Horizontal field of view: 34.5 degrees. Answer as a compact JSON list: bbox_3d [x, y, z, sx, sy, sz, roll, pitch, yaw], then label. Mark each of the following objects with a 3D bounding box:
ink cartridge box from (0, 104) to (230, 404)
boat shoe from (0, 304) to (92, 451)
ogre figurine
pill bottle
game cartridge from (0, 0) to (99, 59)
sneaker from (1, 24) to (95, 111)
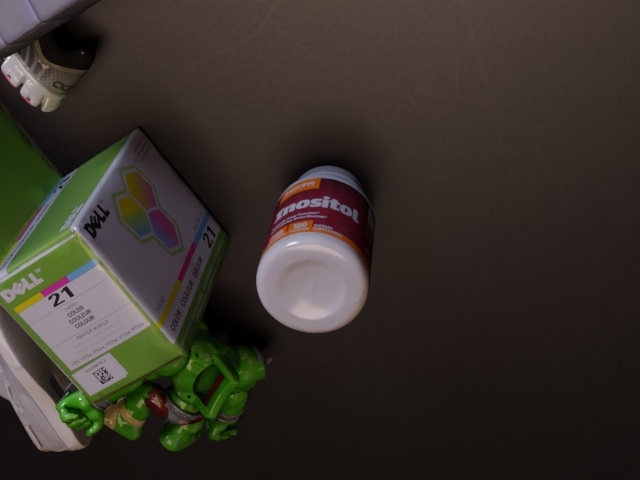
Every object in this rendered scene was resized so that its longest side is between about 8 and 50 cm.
[{"bbox_3d":[-0.198,-0.031,0.805,0.097,0.189,0.255,-29,112,20],"label":"ink cartridge box"},{"bbox_3d":[-0.282,0.130,0.978,0.063,0.066,0.184,-16,126,12],"label":"boat shoe"},{"bbox_3d":[-0.122,0.131,0.917,0.197,0.097,0.118,31,114,-30],"label":"ogre figurine"},{"bbox_3d":[0.000,0.000,0.825,0.086,0.152,0.086,2,119,4],"label":"pill bottle"},{"bbox_3d":[-0.229,-0.318,0.665,0.230,0.068,0.355,-20,102,35],"label":"game cartridge"},{"bbox_3d":[-0.238,-0.186,0.799,0.075,0.063,0.170,-32,110,13],"label":"sneaker"}]
